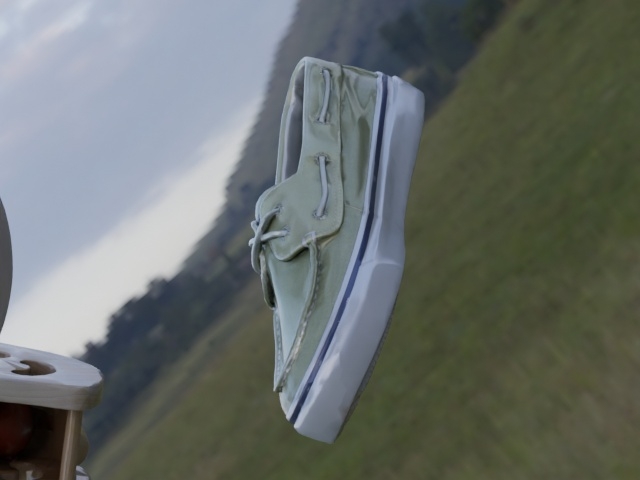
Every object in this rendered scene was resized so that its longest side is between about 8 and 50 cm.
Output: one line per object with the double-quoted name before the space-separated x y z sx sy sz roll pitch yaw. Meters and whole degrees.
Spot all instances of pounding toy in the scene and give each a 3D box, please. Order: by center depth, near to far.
"pounding toy" -0.220 0.140 1.070 0.269 0.154 0.155 -1 -78 -48

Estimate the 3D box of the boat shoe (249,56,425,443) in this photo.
"boat shoe" 0.000 0.000 1.195 0.302 0.094 0.109 -79 11 -45

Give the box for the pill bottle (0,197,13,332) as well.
"pill bottle" -0.213 0.009 0.707 0.169 0.094 0.094 3 14 19
